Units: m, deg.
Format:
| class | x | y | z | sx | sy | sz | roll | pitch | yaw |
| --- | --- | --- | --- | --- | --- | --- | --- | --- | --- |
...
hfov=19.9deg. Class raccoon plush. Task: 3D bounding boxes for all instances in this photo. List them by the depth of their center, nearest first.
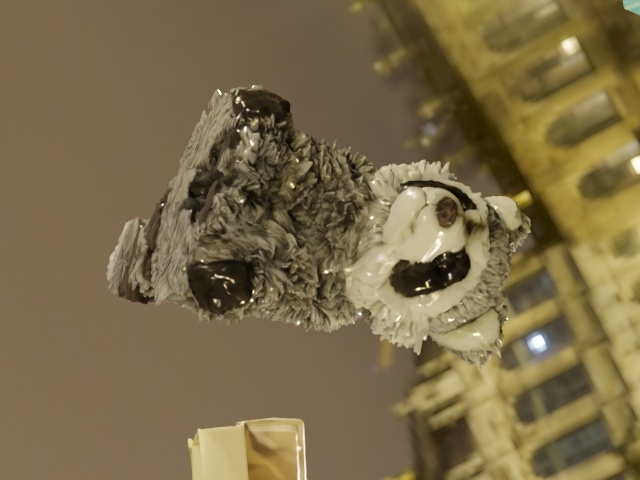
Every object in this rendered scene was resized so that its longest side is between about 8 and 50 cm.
| class | x | y | z | sx | sy | sz | roll | pitch | yaw |
| --- | --- | --- | --- | --- | --- | --- | --- | --- | --- |
| raccoon plush | 0.000 | 0.000 | 1.725 | 0.299 | 0.216 | 0.446 | 19 | 176 | -17 |

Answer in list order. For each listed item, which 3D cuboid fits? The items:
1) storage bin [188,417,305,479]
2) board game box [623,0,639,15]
| class | x | y | z | sx | sy | sz | roll | pitch | yaw |
| --- | --- | --- | --- | --- | --- | --- | --- | --- | --- |
| storage bin | -0.061 | 0.353 | 1.872 | 0.260 | 0.123 | 0.262 | 89 | 175 | -57 |
| board game box | 0.338 | -0.271 | 1.420 | 0.336 | 0.079 | 0.254 | 11 | -112 | -48 |
